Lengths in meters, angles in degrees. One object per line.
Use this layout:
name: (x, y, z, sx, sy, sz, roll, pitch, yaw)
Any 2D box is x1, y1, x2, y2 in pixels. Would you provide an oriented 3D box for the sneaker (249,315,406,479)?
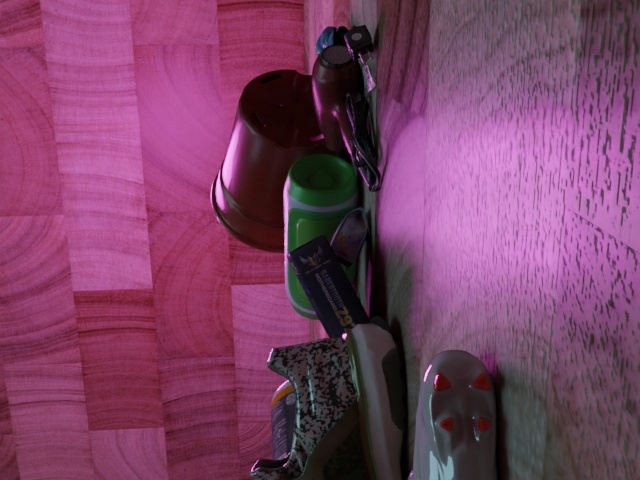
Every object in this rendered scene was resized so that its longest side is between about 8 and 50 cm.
sneaker: (0.008, 0.300, 0.885, 0.158, 0.181, 0.411, 106, 161, -78)

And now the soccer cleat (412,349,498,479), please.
soccer cleat: (0.091, 0.173, 0.503, 0.076, 0.068, 0.196, 80, -166, -80)

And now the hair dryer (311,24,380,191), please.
hair dryer: (0.030, -0.181, 1.107, 0.293, 0.080, 0.224, -147, 54, -86)

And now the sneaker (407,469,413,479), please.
sneaker: (0.088, 0.208, 0.606, 0.152, 0.053, 0.061, 92, 178, -52)

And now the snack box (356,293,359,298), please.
snack box: (0.062, 0.176, 1.242, 0.178, 0.022, 0.064, -95, 6, -45)

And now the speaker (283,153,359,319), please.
speaker: (0.000, 0.000, 1.294, 0.131, 0.131, 0.297, -96, 6, -48)

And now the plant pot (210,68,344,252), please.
plant pot: (-0.068, -0.162, 1.421, 0.265, 0.272, 0.273, 106, 164, -53)

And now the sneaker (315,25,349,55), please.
sneaker: (0.035, -0.332, 1.263, 0.162, 0.063, 0.073, -104, 29, -53)

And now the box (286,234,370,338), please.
box: (0.017, 0.087, 1.082, 0.183, 0.059, 0.232, 61, 175, 0)

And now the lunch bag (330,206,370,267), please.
lunch bag: (0.048, -0.006, 1.131, 0.071, 0.053, 0.083, 109, -176, -81)

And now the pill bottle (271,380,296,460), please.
pill bottle: (0.002, 0.367, 1.199, 0.279, 0.162, 0.162, -97, 6, -46)
